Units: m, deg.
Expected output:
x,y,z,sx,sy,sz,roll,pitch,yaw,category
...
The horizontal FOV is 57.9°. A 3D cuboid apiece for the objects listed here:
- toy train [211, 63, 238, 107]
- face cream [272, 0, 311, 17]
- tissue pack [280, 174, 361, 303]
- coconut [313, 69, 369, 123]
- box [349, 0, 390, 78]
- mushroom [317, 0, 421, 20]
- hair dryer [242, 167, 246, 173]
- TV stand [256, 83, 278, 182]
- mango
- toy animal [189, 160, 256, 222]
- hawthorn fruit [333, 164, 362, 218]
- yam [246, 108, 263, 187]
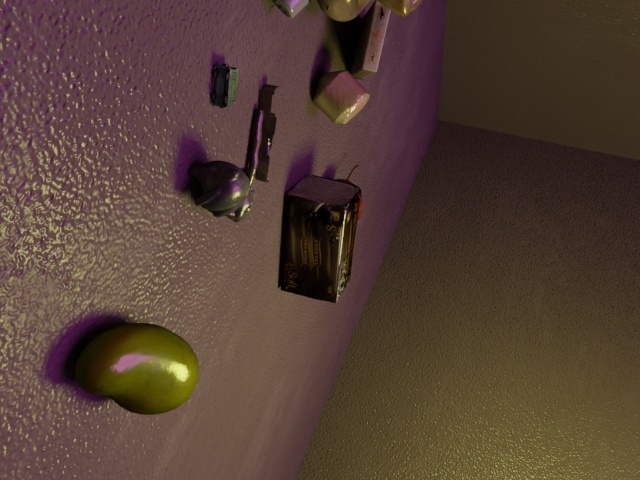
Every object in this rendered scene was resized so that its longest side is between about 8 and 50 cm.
x,y,z,sx,sy,sz,roll,pitch,yaw,category
-0.203,-0.328,1.228,0.056,0.038,0.093,-49,150,-66,toy train
0.016,-0.649,1.325,0.314,0.089,0.143,-45,124,2,face cream
0.000,0.000,1.872,0.198,0.210,0.369,-57,155,-58,tissue pack
0.055,-0.440,1.744,0.147,0.153,0.147,-46,179,-1,coconut
0.150,-0.619,1.815,0.365,0.051,0.204,-107,-152,-77,box
0.139,-0.692,1.504,0.292,0.290,0.292,-55,170,-14,mushroom
-0.198,-0.147,1.426,0.083,0.032,0.078,-64,172,-53,hair dryer
-0.139,-0.268,1.475,0.042,0.036,0.249,-45,147,-60,TV stand
-0.348,0.247,1.123,0.175,0.143,0.293,-65,151,-10,mango
-0.193,-0.097,1.295,0.236,0.138,0.107,32,46,-62,toy animal
0.093,-0.187,2.092,0.165,0.166,0.285,75,29,-59,hawthorn fruit
-0.167,-0.213,1.453,0.029,0.027,0.234,-38,141,-69,yam
